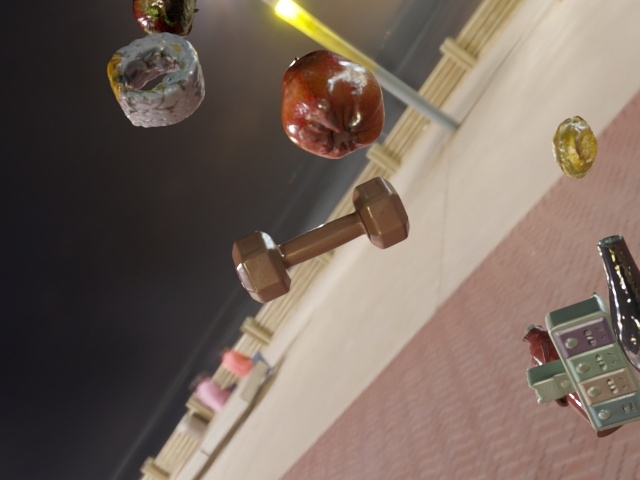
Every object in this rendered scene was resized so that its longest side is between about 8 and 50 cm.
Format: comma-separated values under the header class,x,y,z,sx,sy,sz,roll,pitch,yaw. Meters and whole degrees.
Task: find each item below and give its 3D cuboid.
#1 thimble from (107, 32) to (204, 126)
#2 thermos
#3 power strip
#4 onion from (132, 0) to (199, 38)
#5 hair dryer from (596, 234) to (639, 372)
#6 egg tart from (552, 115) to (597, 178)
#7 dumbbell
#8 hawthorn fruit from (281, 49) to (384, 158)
class,x,y,z,sx,sy,sz,roll,pitch,yaw
thimble,-0.273,-0.268,1.321,0.151,0.127,0.118,-17,-16,-4
thermos,0.453,0.231,1.400,0.124,0.099,0.232,-45,50,9
power strip,0.376,0.188,1.139,0.145,0.215,0.061,-22,25,17
onion,-0.276,-0.412,1.379,0.118,0.119,0.117,-70,-9,-76
hair dryer,0.450,0.060,1.061,0.075,0.195,0.219,-15,10,43
egg tart,0.525,-0.191,1.580,0.049,0.129,0.128,-1,52,59
dumbbell,0.000,0.000,1.015,0.231,0.082,0.092,-24,36,-1
hawthorn fruit,0.014,-0.307,1.670,0.224,0.224,0.260,-53,47,37
